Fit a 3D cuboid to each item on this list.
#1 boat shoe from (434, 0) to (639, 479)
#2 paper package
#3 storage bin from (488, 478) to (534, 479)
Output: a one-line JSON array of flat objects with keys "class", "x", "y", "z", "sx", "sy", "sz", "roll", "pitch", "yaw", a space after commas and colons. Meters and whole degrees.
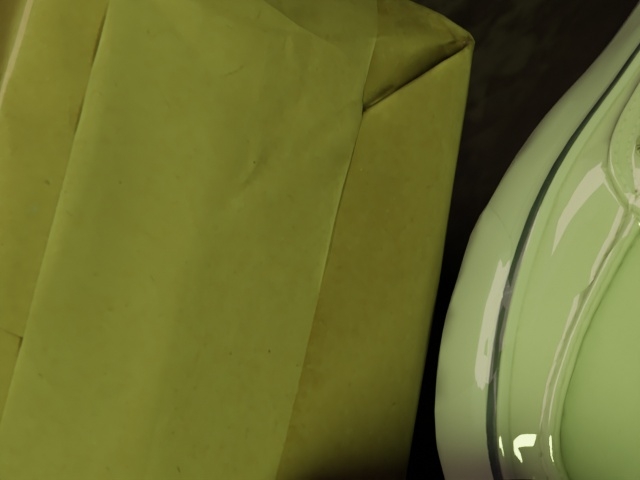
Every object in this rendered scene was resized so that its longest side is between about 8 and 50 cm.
[{"class": "boat shoe", "x": 0.130, "y": -0.021, "z": 0.576, "sx": 0.267, "sy": 0.096, "sz": 0.088, "roll": -55, "pitch": 26, "yaw": -18}, {"class": "paper package", "x": -0.121, "y": 0.068, "z": 0.673, "sx": 0.325, "sy": 0.168, "sz": 0.309, "roll": -14, "pitch": 60, "yaw": 55}, {"class": "storage bin", "x": 0.023, "y": 0.159, "z": 0.477, "sx": 0.122, "sy": 0.084, "sz": 0.180, "roll": -11, "pitch": 51, "yaw": 49}]
